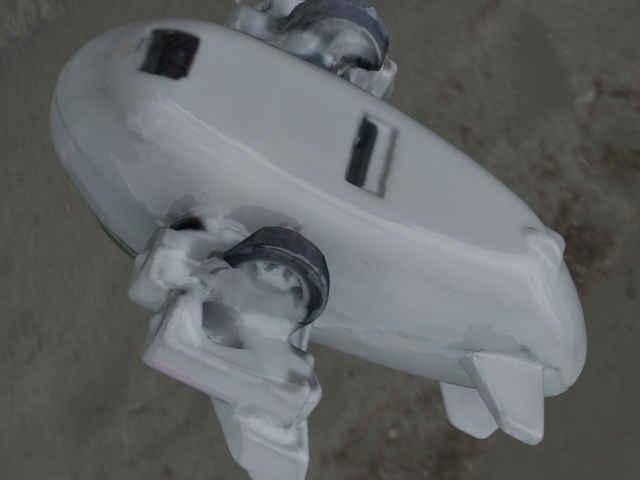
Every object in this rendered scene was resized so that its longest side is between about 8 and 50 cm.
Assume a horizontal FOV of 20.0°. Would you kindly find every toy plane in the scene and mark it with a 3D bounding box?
[{"bbox_3d":[0.001,-0.002,0.513,0.174,0.174,0.080,24,134,-21],"label":"toy plane"}]
